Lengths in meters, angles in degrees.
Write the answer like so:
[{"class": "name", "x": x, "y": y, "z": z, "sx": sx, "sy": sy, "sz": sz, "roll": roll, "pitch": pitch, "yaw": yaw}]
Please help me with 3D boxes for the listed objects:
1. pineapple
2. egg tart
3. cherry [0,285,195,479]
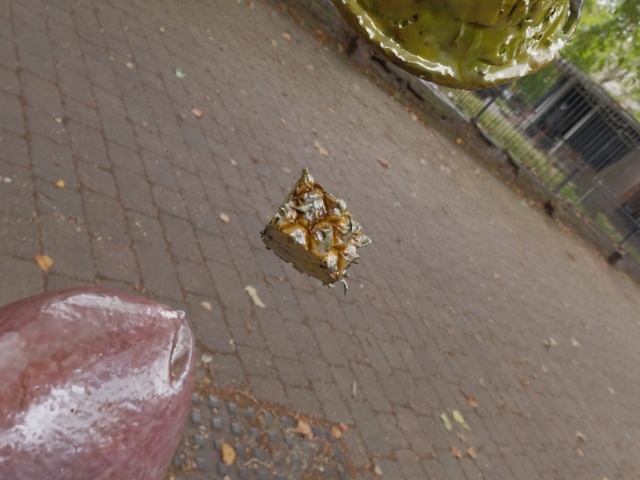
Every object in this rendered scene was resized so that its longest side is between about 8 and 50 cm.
[{"class": "pineapple", "x": -0.001, "y": 0.001, "z": 0.741, "sx": 0.135, "sy": 0.080, "sz": 0.233, "roll": 37, "pitch": -11, "yaw": 0}, {"class": "egg tart", "x": 0.092, "y": -0.197, "z": 0.361, "sx": 0.212, "sy": 0.213, "sz": 0.090, "roll": 37, "pitch": -14, "yaw": -17}, {"class": "cherry", "x": -0.247, "y": 0.168, "z": 0.551, "sx": 0.221, "sy": 0.307, "sz": 0.261, "roll": 36, "pitch": -11, "yaw": 34}]
